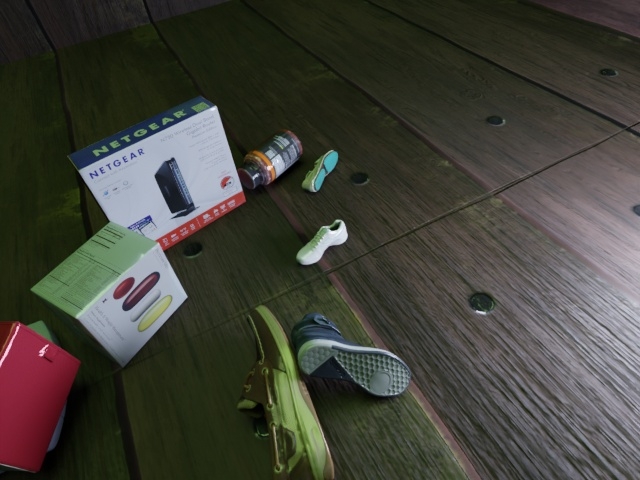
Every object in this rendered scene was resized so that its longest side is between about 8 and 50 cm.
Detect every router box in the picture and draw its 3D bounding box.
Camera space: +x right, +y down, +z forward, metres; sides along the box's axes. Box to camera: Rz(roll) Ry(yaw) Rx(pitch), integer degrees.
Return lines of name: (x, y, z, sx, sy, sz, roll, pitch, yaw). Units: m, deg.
router box: (-0.376, -0.143, 1.061, 0.335, 0.301, 0.082, -35, 51, -22)

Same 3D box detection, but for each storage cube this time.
storage cube: (-0.558, 0.260, 0.708, 0.183, 0.215, 0.193, -1, 53, 6)

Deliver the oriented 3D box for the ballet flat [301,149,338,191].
ballet flat: (-0.004, -0.205, 1.236, 0.052, 0.057, 0.168, 8, 48, 28)

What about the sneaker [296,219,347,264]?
sneaker: (0.000, 0.000, 1.039, 0.152, 0.061, 0.053, -36, 54, -22)

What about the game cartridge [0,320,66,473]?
game cartridge: (-0.608, 0.305, 0.846, 0.195, 0.060, 0.294, -24, 49, -10)

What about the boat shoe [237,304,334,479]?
boat shoe: (-0.091, 0.269, 0.764, 0.123, 0.123, 0.342, -19, 54, -11)

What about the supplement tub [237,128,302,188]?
supplement tub: (-0.149, -0.232, 1.245, 0.106, 0.106, 0.198, 27, 56, 29)

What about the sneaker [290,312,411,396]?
sneaker: (0.050, 0.210, 0.817, 0.226, 0.086, 0.163, 22, 3, -17)

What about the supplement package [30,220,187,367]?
supplement package: (-0.426, 0.111, 0.902, 0.149, 0.194, 0.203, 20, 53, 24)
